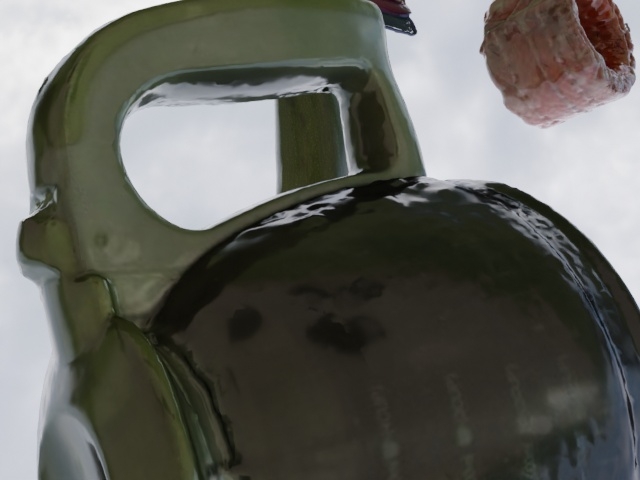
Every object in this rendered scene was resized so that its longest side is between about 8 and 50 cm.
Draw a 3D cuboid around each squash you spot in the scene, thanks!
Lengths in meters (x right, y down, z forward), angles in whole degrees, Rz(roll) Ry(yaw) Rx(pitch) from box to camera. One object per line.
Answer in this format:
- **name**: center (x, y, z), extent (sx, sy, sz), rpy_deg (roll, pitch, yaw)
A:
- **squash**: center (-0.012, -0.038, 0.811), extent (0.080, 0.071, 0.319), rpy_deg (6, -86, 31)

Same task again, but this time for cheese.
- **cheese**: center (0.081, -0.373, 1.267), extent (0.155, 0.062, 0.244), rpy_deg (9, -132, -24)

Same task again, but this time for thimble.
- **thimble**: center (0.364, -0.294, 1.364), extent (0.162, 0.239, 0.239), rpy_deg (-21, -138, 39)

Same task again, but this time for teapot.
- **teapot**: center (0.001, 0.052, 0.392), extent (0.239, 0.322, 0.239), rpy_deg (-3, -164, -38)
